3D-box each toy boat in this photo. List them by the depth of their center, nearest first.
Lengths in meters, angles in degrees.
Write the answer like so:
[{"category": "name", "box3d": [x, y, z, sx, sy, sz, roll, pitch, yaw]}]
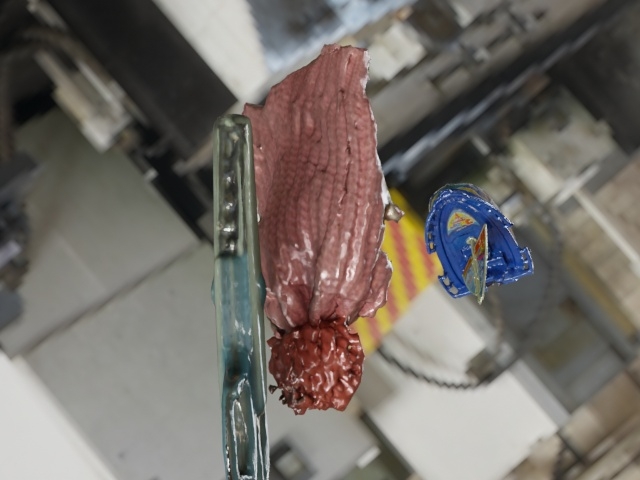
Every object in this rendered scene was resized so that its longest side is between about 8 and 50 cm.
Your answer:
[{"category": "toy boat", "box3d": [0.142, 0.013, 1.702, 0.091, 0.110, 0.175, -19, 140, 11]}]

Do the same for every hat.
[{"category": "hat", "box3d": [0.000, 0.000, 1.498, 0.107, 0.286, 0.237, 3, 162, -18]}]

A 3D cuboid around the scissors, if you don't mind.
[{"category": "scissors", "box3d": [-0.061, 0.048, 1.393, 0.041, 0.289, 0.138, -2, 173, 7]}]
